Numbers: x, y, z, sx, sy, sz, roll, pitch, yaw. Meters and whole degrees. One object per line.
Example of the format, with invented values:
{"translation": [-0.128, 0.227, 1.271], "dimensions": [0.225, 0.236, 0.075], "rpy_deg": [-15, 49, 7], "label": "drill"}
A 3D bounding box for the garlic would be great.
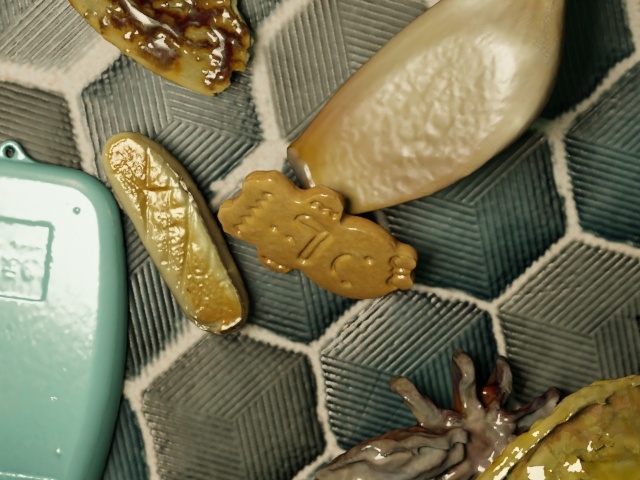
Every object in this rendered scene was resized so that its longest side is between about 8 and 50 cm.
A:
{"translation": [0.107, -0.123, 1.549], "dimensions": [0.318, 0.112, 0.143], "rpy_deg": [-37, 82, 14], "label": "garlic"}

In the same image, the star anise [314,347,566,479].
{"translation": [0.153, 0.208, 1.590], "dimensions": [0.257, 0.110, 0.198], "rpy_deg": [36, 86, -8], "label": "star anise"}

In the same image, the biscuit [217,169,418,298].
{"translation": [-0.005, 0.002, 1.580], "dimensions": [0.184, 0.027, 0.133], "rpy_deg": [37, 138, -21], "label": "biscuit"}

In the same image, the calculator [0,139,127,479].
{"translation": [-0.312, 0.097, 1.636], "dimensions": [0.256, 0.054, 0.386], "rpy_deg": [7, 94, 3], "label": "calculator"}

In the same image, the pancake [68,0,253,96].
{"translation": [-0.137, -0.290, 1.583], "dimensions": [0.266, 0.057, 0.244], "rpy_deg": [35, 90, -6], "label": "pancake"}

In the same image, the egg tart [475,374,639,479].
{"translation": [0.261, 0.263, 1.509], "dimensions": [0.341, 0.129, 0.341], "rpy_deg": [-11, 125, -17], "label": "egg tart"}

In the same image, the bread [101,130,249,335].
{"translation": [-0.130, -0.010, 1.608], "dimensions": [0.073, 0.053, 0.214], "rpy_deg": [-28, 98, 11], "label": "bread"}
